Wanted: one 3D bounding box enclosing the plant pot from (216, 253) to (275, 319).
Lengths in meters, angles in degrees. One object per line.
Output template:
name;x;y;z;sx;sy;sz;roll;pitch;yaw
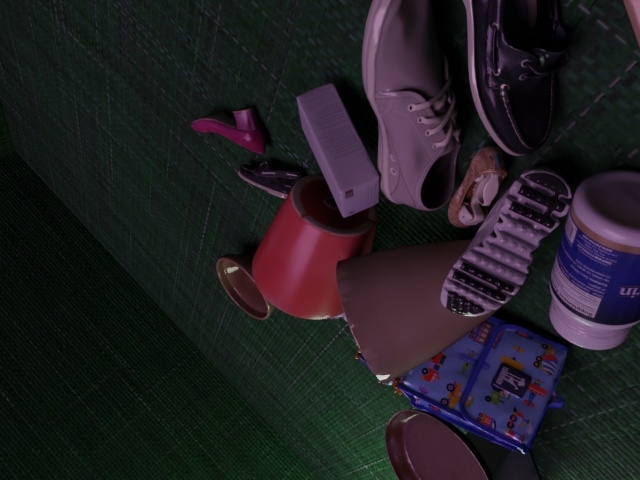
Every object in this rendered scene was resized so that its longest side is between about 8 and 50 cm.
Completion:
plant pot;-0.210;0.125;1.841;0.237;0.110;0.237;32;144;27

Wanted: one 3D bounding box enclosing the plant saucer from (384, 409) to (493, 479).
plant saucer;0.272;0.511;1.305;0.311;0.050;0.310;29;129;42

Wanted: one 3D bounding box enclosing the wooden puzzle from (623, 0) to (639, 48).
wooden puzzle;0.524;-0.197;0.602;0.322;0.080;0.347;-6;114;54

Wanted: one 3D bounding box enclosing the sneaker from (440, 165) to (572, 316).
sneaker;0.301;0.004;0.965;0.110;0.118;0.292;31;116;1

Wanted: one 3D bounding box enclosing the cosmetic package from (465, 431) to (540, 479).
cosmetic package;0.418;0.610;1.445;0.138;0.225;0.224;6;128;52

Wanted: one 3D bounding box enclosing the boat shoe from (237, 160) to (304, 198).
boat shoe;-0.125;-0.163;1.480;0.233;0.084;0.079;26;104;45

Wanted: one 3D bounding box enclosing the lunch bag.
lunch bag;0.343;0.279;1.184;0.293;0.221;0.138;18;158;34

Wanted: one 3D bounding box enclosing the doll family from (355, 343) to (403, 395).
doll family;0.171;0.330;1.563;0.163;0.118;0.263;34;145;24

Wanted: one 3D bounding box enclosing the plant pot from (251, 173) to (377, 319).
plant pot;0.000;0.000;1.319;0.275;0.275;0.243;38;136;19

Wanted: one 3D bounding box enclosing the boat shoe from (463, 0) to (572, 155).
boat shoe;0.278;-0.270;0.784;0.113;0.127;0.340;22;131;56

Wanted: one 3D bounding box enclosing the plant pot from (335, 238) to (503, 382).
plant pot;0.207;0.109;1.128;0.274;0.256;0.256;-22;110;13

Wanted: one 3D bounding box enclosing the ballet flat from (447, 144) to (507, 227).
ballet flat;0.276;-0.075;1.035;0.206;0.073;0.067;94;172;-50

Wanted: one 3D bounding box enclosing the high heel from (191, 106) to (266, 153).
high heel;-0.235;-0.268;1.484;0.244;0.082;0.117;-1;114;37

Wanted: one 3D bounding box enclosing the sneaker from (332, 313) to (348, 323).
sneaker;0.059;0.157;1.567;0.272;0.100;0.107;-4;96;57

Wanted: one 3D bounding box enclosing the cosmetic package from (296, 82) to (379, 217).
cosmetic package;0.034;-0.174;1.130;0.117;0.086;0.231;77;169;-69

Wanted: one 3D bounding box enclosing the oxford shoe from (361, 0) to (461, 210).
oxford shoe;0.165;-0.218;0.949;0.130;0.169;0.449;31;152;33

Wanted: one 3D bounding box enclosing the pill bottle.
pill bottle;0.436;0.039;0.884;0.153;0.153;0.264;29;144;31
